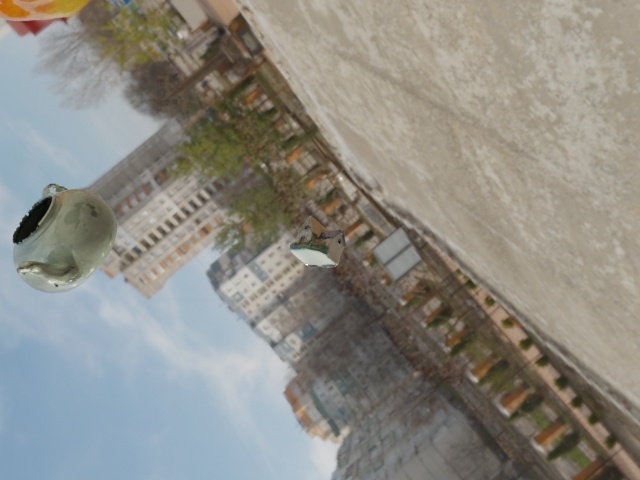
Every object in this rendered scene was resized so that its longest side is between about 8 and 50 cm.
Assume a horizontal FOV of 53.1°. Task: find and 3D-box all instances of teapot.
[{"bbox_3d":[-0.448,-0.006,1.106,0.129,0.193,0.294,43,-165,-36],"label":"teapot"}]

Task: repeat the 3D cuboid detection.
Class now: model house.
[{"bbox_3d":[0.000,0.000,1.493,0.100,0.100,0.088,0,148,42],"label":"model house"}]

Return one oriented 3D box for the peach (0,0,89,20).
[{"bbox_3d":[-0.408,-0.458,0.829,0.307,0.333,0.308,12,-158,-5],"label":"peach"}]
